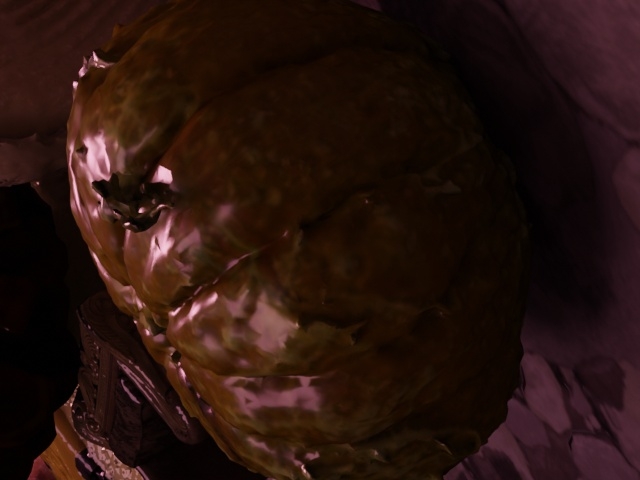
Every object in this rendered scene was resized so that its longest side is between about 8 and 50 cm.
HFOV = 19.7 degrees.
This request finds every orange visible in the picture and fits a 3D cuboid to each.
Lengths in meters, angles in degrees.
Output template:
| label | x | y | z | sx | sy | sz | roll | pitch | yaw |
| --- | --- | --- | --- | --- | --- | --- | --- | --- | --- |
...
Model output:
| label | x | y | z | sx | sy | sz | roll | pitch | yaw |
| --- | --- | --- | --- | --- | --- | --- | --- | --- | --- |
| orange | 0.000 | 0.000 | 1.000 | 0.301 | 0.223 | 0.300 | 62 | 171 | -19 |

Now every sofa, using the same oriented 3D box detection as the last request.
| label | x | y | z | sx | sy | sz | roll | pitch | yaw |
| --- | --- | --- | --- | --- | --- | --- | --- | --- | --- |
| sofa | -0.049 | 0.108 | 1.296 | 0.182 | 0.200 | 0.258 | 55 | 158 | 16 |

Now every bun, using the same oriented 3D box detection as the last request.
| label | x | y | z | sx | sy | sz | roll | pitch | yaw |
| --- | --- | --- | --- | --- | --- | --- | --- | --- | --- |
| bun | -0.226 | -0.147 | 1.246 | 0.259 | 0.259 | 0.152 | 58 | 149 | 0 |

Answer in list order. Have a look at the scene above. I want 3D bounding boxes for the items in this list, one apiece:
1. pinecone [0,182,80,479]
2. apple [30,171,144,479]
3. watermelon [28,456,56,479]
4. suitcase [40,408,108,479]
| label | x | y | z | sx | sy | sz | roll | pitch | yaw |
| --- | --- | --- | --- | --- | --- | --- | --- | --- | --- |
| pinecone | -0.355 | 0.066 | 1.347 | 0.398 | 0.397 | 0.398 | 48 | 157 | 27 |
| apple | -0.183 | 0.046 | 1.544 | 0.346 | 0.179 | 0.254 | 55 | -179 | 12 |
| watermelon | -0.311 | 0.244 | 2.237 | 0.283 | 0.292 | 0.250 | -34 | 46 | 47 |
| suitcase | -0.225 | 0.161 | 1.858 | 0.235 | 0.143 | 0.194 | 51 | 159 | 18 |
